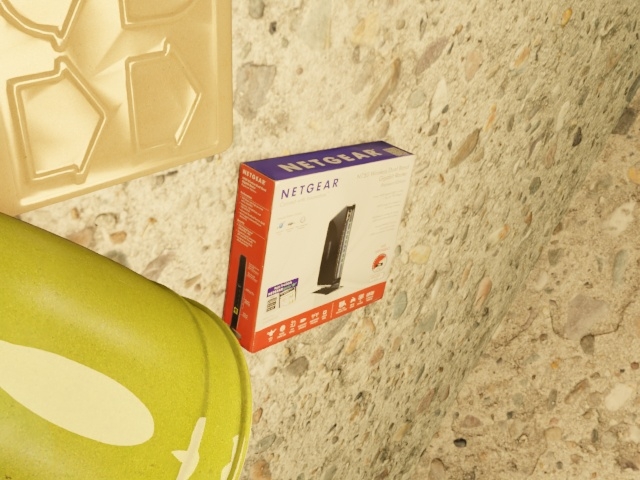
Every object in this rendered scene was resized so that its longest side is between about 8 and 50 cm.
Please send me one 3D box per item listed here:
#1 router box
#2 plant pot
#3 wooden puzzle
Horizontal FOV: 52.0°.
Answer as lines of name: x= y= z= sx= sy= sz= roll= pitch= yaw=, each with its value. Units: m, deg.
router box: x=0.000 y=0.000 z=1.116 sx=0.335 sy=0.082 sz=0.301 roll=-17 pitch=127 yaw=-43
plant pot: x=-0.309 y=0.132 z=0.614 sx=0.366 sy=0.366 sz=0.353 roll=-51 pitch=140 yaw=-12
wooden puzzle: x=-0.235 y=-0.215 z=0.700 sx=0.348 sy=0.080 sz=0.322 roll=-29 pitch=135 yaw=-42
